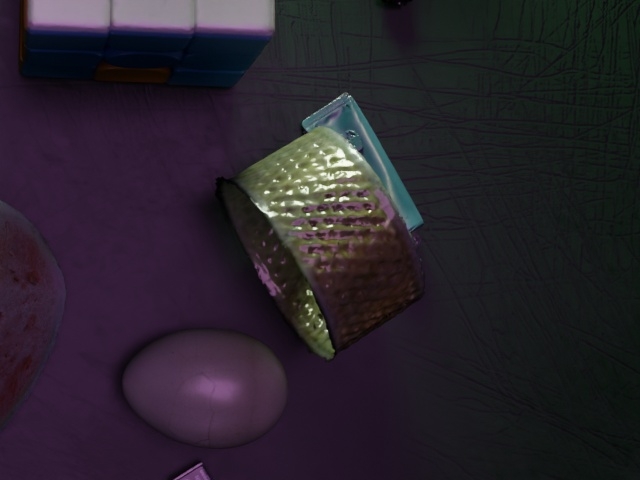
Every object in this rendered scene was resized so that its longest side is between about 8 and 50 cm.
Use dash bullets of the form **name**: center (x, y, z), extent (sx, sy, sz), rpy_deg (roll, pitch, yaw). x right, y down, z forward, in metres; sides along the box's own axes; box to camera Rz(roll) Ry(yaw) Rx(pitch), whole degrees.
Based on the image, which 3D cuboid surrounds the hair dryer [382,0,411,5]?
- **hair dryer**: center (0.101, -0.442, 2.038), extent (0.197, 0.089, 0.251), rpy_deg (-3, 97, -14)

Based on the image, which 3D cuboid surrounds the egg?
- **egg**: center (-0.144, 0.184, 1.902), extent (0.209, 0.151, 0.151), rpy_deg (4, 86, -7)

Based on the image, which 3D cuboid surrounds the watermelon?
- **watermelon**: center (-0.443, 0.098, 1.858), extent (0.175, 0.188, 0.322), rpy_deg (19, 91, 22)

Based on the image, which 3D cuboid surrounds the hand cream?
- **hand cream**: center (0.067, -0.086, 2.022), extent (0.083, 0.048, 0.224), rpy_deg (-35, 89, -9)

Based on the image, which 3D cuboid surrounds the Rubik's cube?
- **Rubik's cube**: center (-0.219, -0.356, 1.847), extent (0.290, 0.291, 0.291), rpy_deg (0, 86, -11)

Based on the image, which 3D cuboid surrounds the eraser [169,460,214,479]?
- **eraser**: center (-0.144, 0.348, 1.953), extent (0.052, 0.029, 0.122), rpy_deg (-30, 92, -12)

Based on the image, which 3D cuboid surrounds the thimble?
- **thimble**: center (0.000, 0.000, 1.886), extent (0.150, 0.271, 0.271), rpy_deg (-32, 93, -13)
